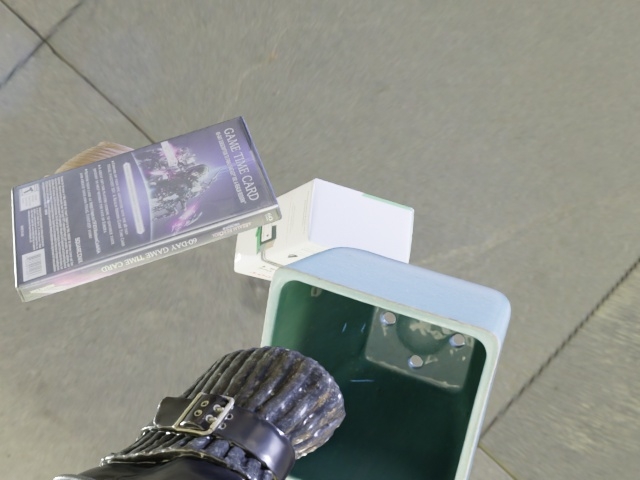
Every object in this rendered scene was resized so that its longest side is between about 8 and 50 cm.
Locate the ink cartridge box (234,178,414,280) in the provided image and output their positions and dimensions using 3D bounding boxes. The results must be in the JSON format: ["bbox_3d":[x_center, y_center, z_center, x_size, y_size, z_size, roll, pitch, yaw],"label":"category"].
[{"bbox_3d":[0.000,0.000,1.533,0.160,0.219,0.093,15,71,-27],"label":"ink cartridge box"}]

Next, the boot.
[{"bbox_3d":[-0.049,0.206,0.912,0.260,0.348,0.131,-30,121,-41],"label":"boot"}]

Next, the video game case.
[{"bbox_3d":[-0.193,-0.040,1.190,0.274,0.196,0.026,-17,127,-5],"label":"video game case"}]

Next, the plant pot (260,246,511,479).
[{"bbox_3d":[0.088,0.139,1.267,0.247,0.252,0.248,17,111,17],"label":"plant pot"}]

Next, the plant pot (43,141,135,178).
[{"bbox_3d":[-0.293,-0.077,1.676,0.237,0.237,0.110,21,83,-6],"label":"plant pot"}]
